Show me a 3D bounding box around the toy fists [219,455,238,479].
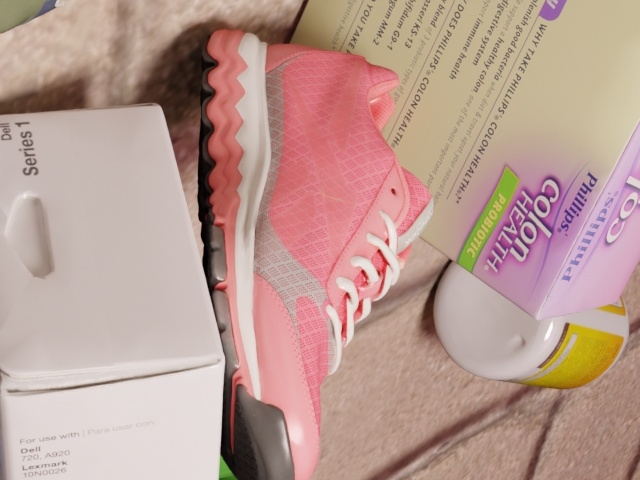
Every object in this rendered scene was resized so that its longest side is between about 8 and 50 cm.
[{"bbox_3d":[-0.097,0.163,1.382,0.142,0.096,0.279,-9,132,-41],"label":"toy fists"}]

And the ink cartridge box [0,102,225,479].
[{"bbox_3d":[-0.129,0.090,1.102,0.117,0.201,0.278,-7,137,-12],"label":"ink cartridge box"}]

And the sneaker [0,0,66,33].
[{"bbox_3d":[-0.137,-0.179,0.944,0.086,0.064,0.192,-16,142,-41],"label":"sneaker"}]

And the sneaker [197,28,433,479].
[{"bbox_3d":[0.000,-0.001,1.106,0.136,0.314,0.116,0,142,-5],"label":"sneaker"}]

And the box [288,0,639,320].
[{"bbox_3d":[0.116,-0.108,1.229,0.117,0.243,0.213,-7,127,-55],"label":"box"}]

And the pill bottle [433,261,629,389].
[{"bbox_3d":[0.190,0.067,1.683,0.117,0.117,0.215,-58,152,10],"label":"pill bottle"}]
